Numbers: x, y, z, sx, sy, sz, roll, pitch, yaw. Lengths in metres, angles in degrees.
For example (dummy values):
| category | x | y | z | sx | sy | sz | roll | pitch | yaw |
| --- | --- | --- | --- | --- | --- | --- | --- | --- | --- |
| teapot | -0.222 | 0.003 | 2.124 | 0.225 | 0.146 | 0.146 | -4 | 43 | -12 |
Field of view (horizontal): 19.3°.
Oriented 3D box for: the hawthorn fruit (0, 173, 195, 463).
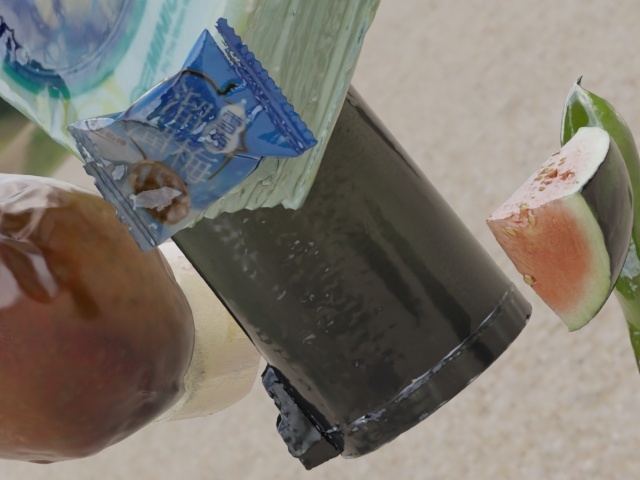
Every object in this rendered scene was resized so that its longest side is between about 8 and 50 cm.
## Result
| category | x | y | z | sx | sy | sz | roll | pitch | yaw |
| --- | --- | --- | --- | --- | --- | --- | --- | --- | --- |
| hawthorn fruit | -0.284 | 0.065 | 1.883 | 0.308 | 0.308 | 0.324 | -55 | -24 | -46 |

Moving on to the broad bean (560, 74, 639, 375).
| category | x | y | z | sx | sy | sz | roll | pitch | yaw |
| --- | --- | --- | --- | --- | --- | --- | --- | --- | --- |
| broad bean | 0.231 | 0.035 | 1.332 | 0.056 | 0.318 | 0.098 | -17 | -4 | 4 |

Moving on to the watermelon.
| category | x | y | z | sx | sy | sz | roll | pitch | yaw |
| --- | --- | --- | --- | --- | --- | --- | --- | --- | --- |
| watermelon | 0.153 | -0.002 | 1.203 | 0.125 | 0.094 | 0.135 | -86 | -4 | -69 |

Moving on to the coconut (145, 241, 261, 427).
| category | x | y | z | sx | sy | sz | roll | pitch | yaw |
| --- | --- | --- | --- | --- | --- | --- | --- | --- | --- |
| coconut | -0.169 | 0.107 | 2.188 | 0.224 | 0.224 | 0.234 | -40 | -9 | 35 |

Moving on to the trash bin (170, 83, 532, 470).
| category | x | y | z | sx | sy | sz | roll | pitch | yaw |
| --- | --- | --- | --- | --- | --- | --- | --- | --- | --- |
| trash bin | 0.000 | 0.000 | 1.519 | 0.252 | 0.301 | 0.203 | -38 | 6 | 3 |

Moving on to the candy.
| category | x | y | z | sx | sy | sz | roll | pitch | yaw |
| --- | --- | --- | --- | --- | --- | --- | --- | --- | --- |
| candy | -0.077 | -0.057 | 1.051 | 0.136 | 0.088 | 0.038 | -31 | 16 | 30 |

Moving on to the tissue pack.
| category | x | y | z | sx | sy | sz | roll | pitch | yaw |
| --- | --- | --- | --- | --- | --- | --- | --- | --- | --- |
| tissue pack | -0.136 | -0.221 | 1.304 | 0.162 | 0.388 | 0.287 | -6 | -56 | -48 |
